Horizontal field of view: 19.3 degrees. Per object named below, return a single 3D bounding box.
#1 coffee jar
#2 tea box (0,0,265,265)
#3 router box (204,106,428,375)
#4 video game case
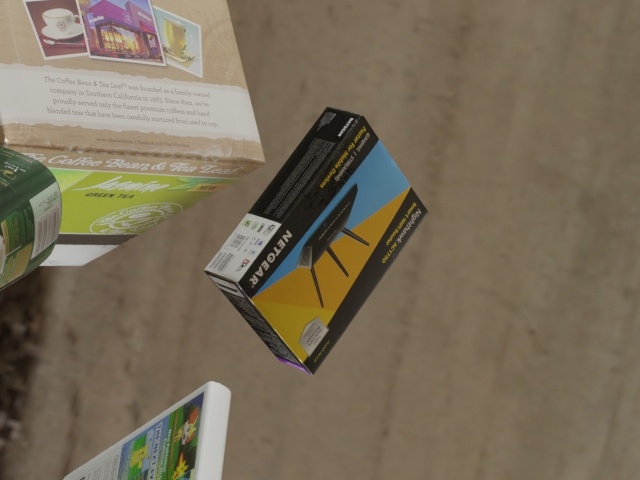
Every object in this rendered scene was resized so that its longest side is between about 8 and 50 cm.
[{"bbox_3d":[-0.226,0.007,1.076,0.184,0.096,0.079,-50,154,-63],"label":"coffee jar"},{"bbox_3d":[-0.295,-0.125,1.891,0.329,0.323,0.220,1,69,-45],"label":"tea box"},{"bbox_3d":[0.000,0.000,1.540,0.179,0.046,0.133,-54,134,-18],"label":"router box"},{"bbox_3d":[-0.213,0.351,2.064,0.036,0.300,0.329,30,45,-28],"label":"video game case"}]
